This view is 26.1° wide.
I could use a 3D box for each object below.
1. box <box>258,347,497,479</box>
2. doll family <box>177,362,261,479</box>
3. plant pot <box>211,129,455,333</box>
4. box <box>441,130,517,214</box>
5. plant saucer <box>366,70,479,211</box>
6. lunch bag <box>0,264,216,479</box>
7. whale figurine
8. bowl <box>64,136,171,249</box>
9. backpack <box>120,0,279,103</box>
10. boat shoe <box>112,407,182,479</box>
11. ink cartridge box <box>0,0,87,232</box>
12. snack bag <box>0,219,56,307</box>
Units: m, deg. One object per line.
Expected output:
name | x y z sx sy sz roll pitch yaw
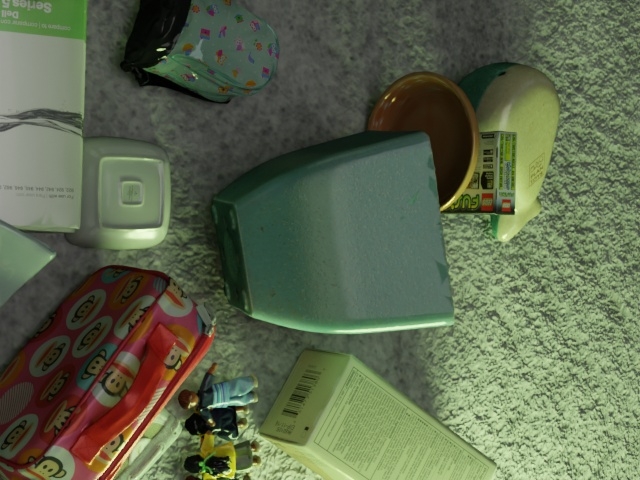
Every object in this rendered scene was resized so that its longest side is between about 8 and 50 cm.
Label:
box | 0.084 0.291 1.913 0.311 0.121 0.148 40 70 -28
doll family | -0.137 0.254 1.798 0.111 0.076 0.193 -4 88 -29
plant pot | 0.000 0.000 1.790 0.252 0.248 0.247 -11 98 -15
box | 0.189 -0.092 1.924 0.036 0.207 0.114 1 92 -35
plant saucer | 0.144 -0.131 1.902 0.037 0.200 0.200 2 90 -45
lunch bag | -0.259 0.164 1.599 0.120 0.258 0.293 46 68 -25
whale figurine | 0.262 -0.135 2.038 0.216 0.141 0.272 -40 136 -32
bowl | -0.247 -0.060 1.726 0.142 0.053 0.142 2 89 -35
backpack | -0.145 -0.246 1.753 0.182 0.115 0.152 28 73 -34
boat shoe | -0.286 0.322 1.673 0.103 0.118 0.320 43 62 -22
ink cartridge box | -0.356 -0.146 1.562 0.114 0.198 0.273 2 89 -34
snack bag | -0.494 0.021 1.453 0.342 0.323 0.037 31 30 -30
